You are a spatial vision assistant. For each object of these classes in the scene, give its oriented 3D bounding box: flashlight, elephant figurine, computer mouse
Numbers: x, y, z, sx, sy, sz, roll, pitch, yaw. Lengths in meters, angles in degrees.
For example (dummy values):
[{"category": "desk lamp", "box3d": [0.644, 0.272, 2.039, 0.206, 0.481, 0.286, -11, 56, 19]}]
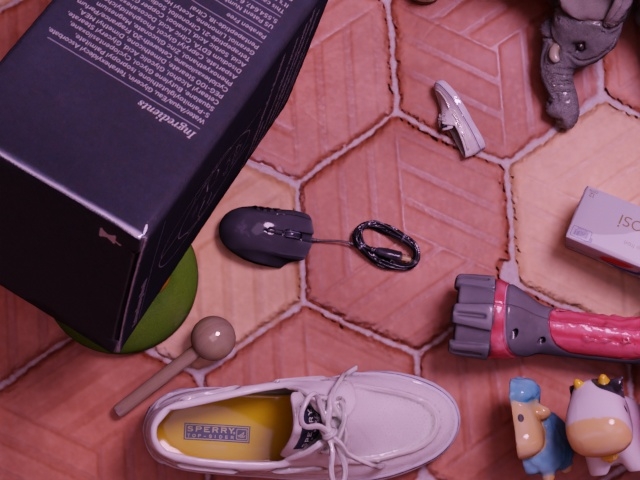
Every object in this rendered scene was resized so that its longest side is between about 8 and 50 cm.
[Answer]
[{"category": "flashlight", "box3d": [0.301, 0.100, 1.489, 0.304, 0.103, 0.103, 5, 112, 6]}, {"category": "elephant figurine", "box3d": [0.308, -0.290, 1.534, 0.169, 0.186, 0.239, -40, 93, -31]}, {"category": "computer mouse", "box3d": [0.000, 0.000, 1.533, 0.242, 0.041, 0.071, 6, 82, -3]}]

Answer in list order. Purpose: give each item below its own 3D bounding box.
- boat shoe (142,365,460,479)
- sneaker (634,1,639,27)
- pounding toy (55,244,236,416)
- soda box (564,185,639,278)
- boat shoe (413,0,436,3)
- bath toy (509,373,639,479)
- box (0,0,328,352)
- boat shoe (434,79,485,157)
[{"category": "boat shoe", "box3d": [-0.015, 0.206, 1.447, 0.367, 0.156, 0.136, 2, 84, -6]}, {"category": "sneaker", "box3d": [0.433, -0.164, 1.541, 0.115, 0.105, 0.281, -37, 64, 35]}, {"category": "pounding toy", "box3d": [-0.219, 0.060, 1.480, 0.183, 0.110, 0.237, -31, 86, -6]}, {"category": "soda box", "box3d": [0.396, 0.013, 1.513, 0.216, 0.074, 0.069, 24, 84, 13]}, {"category": "boat shoe", "box3d": [0.134, -0.386, 1.567, 0.068, 0.072, 0.190, -3, 83, -3]}, {"category": "bath toy", "box3d": [0.388, 0.183, 1.419, 0.348, 0.151, 0.129, -11, 86, 22]}, {"category": "box", "box3d": [-0.184, -0.134, 1.353, 0.212, 0.293, 0.395, 31, 60, 1]}, {"category": "boat shoe", "box3d": [0.159, -0.145, 1.562, 0.035, 0.035, 0.100, -31, 93, -9]}]
